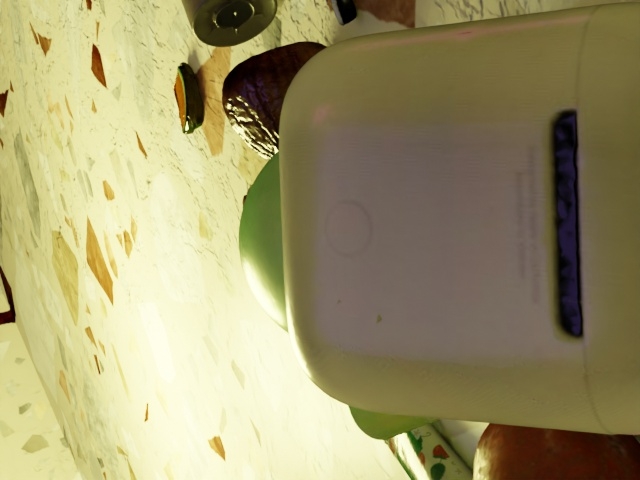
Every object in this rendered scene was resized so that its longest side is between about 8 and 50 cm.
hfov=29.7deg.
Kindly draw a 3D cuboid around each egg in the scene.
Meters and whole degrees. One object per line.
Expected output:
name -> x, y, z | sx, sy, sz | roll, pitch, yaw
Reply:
egg -> 0.042, -0.005, 1.112 | 0.269, 0.220, 0.220 | -14, 91, 56

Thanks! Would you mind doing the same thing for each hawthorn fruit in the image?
hawthorn fruit -> 0.195, 0.187, 1.006 | 0.162, 0.162, 0.203 | 104, 163, -49

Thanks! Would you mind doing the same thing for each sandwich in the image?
sandwich -> -0.192, -0.207, 1.746 | 0.069, 0.026, 0.101 | 171, 87, -70

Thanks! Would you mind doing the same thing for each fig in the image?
fig -> -0.019, -0.112, 1.310 | 0.201, 0.134, 0.146 | 69, 166, -8

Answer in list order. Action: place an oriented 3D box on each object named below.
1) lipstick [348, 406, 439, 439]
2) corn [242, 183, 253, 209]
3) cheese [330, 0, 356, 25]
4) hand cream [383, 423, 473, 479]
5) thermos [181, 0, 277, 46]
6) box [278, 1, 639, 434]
lipstick -> 0.141, 0.097, 1.022 | 0.304, 0.076, 0.076 | -32, 74, 44
corn -> 0.000, 0.000, 1.382 | 0.280, 0.092, 0.092 | 32, 133, 50
cheese -> 0.001, -0.298, 1.226 | 0.036, 0.086, 0.162 | -15, 107, 29
hand cream -> 0.128, 0.252, 1.289 | 0.276, 0.059, 0.095 | -133, 38, -54
thermos -> -0.128, -0.329, 1.454 | 0.193, 0.105, 0.137 | 66, -174, 28
box -> 0.126, -0.013, 0.857 | 0.349, 0.141, 0.289 | 0, 92, 33
